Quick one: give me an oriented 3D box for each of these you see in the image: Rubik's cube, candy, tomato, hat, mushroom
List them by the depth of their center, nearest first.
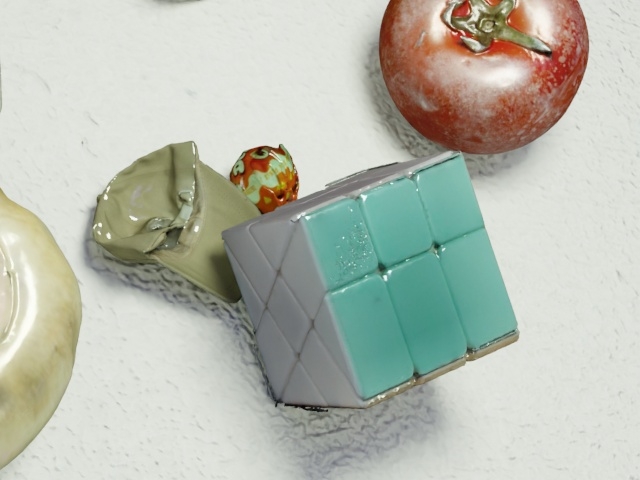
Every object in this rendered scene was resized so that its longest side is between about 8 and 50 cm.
[{"bbox_3d":[-0.425,0.066,1.458,0.325,0.353,0.353,25,53,27],"label":"mushroom"},{"bbox_3d":[0.051,0.048,1.657,0.224,0.221,0.231,-21,95,-27],"label":"Rubik's cube"},{"bbox_3d":[-0.167,-0.004,1.731,0.173,0.144,0.166,60,43,-42],"label":"hat"},{"bbox_3d":[0.001,-0.001,1.790,0.288,0.084,0.078,47,24,-6],"label":"candy"},{"bbox_3d":[0.210,-0.237,1.893,0.270,0.227,0.270,-1,71,2],"label":"tomato"}]

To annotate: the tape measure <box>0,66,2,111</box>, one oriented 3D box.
[{"bbox_3d":[-0.489,-0.181,1.561,0.258,0.130,0.265,-18,30,-37],"label":"tape measure"}]
